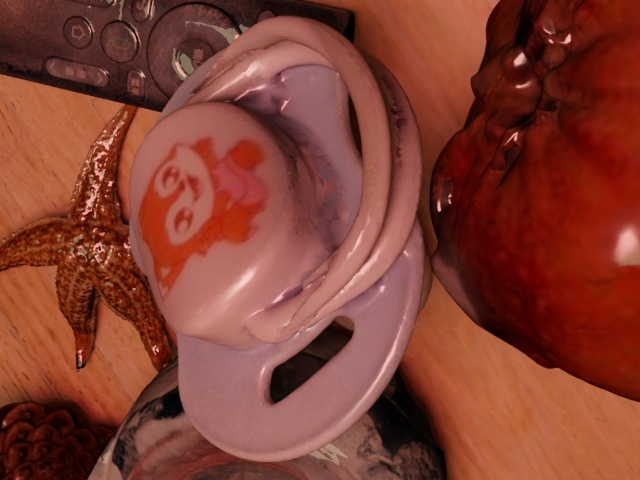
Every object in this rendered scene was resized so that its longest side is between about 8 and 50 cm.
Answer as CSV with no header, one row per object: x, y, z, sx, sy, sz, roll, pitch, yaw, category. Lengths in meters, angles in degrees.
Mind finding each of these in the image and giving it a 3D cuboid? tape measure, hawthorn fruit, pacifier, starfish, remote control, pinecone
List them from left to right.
-0.249,0.236,1.026,0.207,0.208,0.208,6,111,16,pinecone
-0.178,0.006,0.990,0.213,0.057,0.238,7,112,8,starfish
-0.161,-0.157,0.932,0.377,0.044,0.107,15,119,13,remote control
-0.039,0.192,0.954,0.275,0.147,0.256,-27,107,23,tape measure
0.000,0.000,0.832,0.244,0.233,0.299,-38,56,22,pacifier
0.229,-0.042,0.724,0.308,0.324,0.308,-15,67,41,hawthorn fruit
